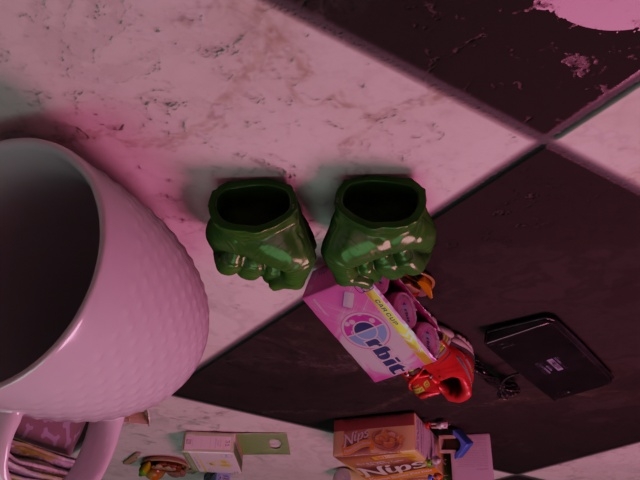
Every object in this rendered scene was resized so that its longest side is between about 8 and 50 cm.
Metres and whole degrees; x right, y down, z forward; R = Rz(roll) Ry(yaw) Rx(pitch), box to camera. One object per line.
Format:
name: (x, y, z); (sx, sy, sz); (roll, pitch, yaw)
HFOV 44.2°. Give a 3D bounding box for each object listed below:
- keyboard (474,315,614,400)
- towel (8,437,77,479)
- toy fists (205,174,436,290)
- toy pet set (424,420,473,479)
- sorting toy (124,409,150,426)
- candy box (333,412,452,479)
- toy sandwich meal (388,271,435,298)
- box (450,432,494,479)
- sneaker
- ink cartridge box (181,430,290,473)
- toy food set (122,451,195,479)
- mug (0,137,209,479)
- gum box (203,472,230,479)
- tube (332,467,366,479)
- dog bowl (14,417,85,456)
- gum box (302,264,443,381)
keyboard: (0.365, 0.215, 1.364); (0.202, 0.033, 0.317); (-24, 140, 26)
towel: (-0.613, 0.384, 1.302); (0.375, 0.090, 0.320); (-9, 148, 21)
toy fists: (0.000, 0.000, 0.958); (0.279, 0.096, 0.142); (-2, 150, 4)
toy pet set: (0.275, 0.443, 1.670); (0.065, 0.122, 0.114); (-8, 168, 29)
sorting toy: (-0.382, 0.339, 1.600); (0.083, 0.044, 0.075); (10, 141, -12)
candy box: (0.168, 0.475, 1.753); (0.183, 0.087, 0.316); (-11, 148, 20)
toy sandwich meal: (0.124, 0.068, 1.127); (0.086, 0.029, 0.085); (1, 149, 1)
box: (0.342, 0.534, 1.763); (0.091, 0.170, 0.130); (-5, 148, 10)
sneaker: (0.154, 0.185, 1.236); (0.279, 0.118, 0.107); (26, 141, -35)
ink cartridge box: (-0.193, 0.496, 1.841); (0.235, 0.056, 0.171); (2, 149, 3)
toy food set: (-0.398, 0.584, 2.009); (0.192, 0.038, 0.132); (15, 146, -22)
mug: (-0.287, 0.120, 0.908); (0.276, 0.374, 0.328); (2, 160, 20)
gum box: (-0.272, 0.677, 2.017); (0.041, 0.184, 0.157); (12, 147, -16)
tube: (0.129, 0.648, 2.079); (0.070, 0.062, 0.240); (30, 180, 45)
dog bowl: (-0.602, 0.339, 1.417); (0.349, 0.102, 0.348); (2, 152, 1)
gum box: (0.077, 0.108, 1.094); (0.107, 0.062, 0.188); (-25, 116, 32)
